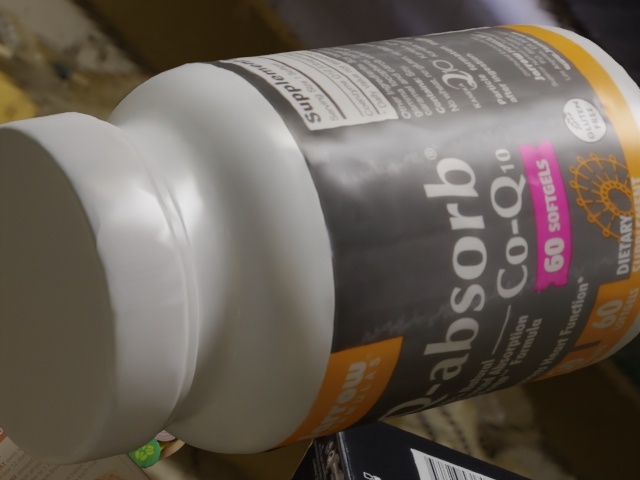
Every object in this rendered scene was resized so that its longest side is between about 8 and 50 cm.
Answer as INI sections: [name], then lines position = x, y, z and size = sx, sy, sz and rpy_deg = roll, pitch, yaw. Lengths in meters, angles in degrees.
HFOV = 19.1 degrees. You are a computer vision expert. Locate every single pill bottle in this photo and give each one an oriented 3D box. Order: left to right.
[pill bottle]
position = 0.000, 0.000, 0.791
size = 0.278, 0.162, 0.162
rpy_deg = -12, -5, -35

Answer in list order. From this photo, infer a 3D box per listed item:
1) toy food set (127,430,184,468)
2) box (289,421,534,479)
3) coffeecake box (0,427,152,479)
[toy food set]
position = -0.119, 0.108, 1.271
size = 0.082, 0.083, 0.020
rpy_deg = 40, -17, -2
[box]
position = 0.045, 0.200, 1.082
size = 0.156, 0.158, 0.093
rpy_deg = 23, 20, -16
[coffeecake box]
position = -0.137, 0.123, 0.920
size = 0.185, 0.068, 0.142
rpy_deg = 48, -21, -10
